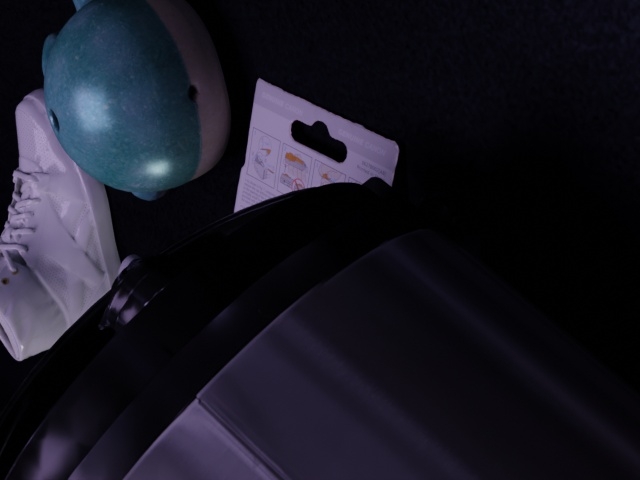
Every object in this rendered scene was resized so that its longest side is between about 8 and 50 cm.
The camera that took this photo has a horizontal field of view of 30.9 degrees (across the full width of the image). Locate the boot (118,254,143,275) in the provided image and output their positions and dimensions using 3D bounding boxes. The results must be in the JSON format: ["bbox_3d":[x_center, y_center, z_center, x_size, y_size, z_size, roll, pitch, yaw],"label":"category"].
[{"bbox_3d":[-0.160,0.061,1.155,0.123,0.095,0.258,48,146,14],"label":"boot"}]

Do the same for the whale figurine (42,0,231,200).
[{"bbox_3d":[-0.196,-0.131,1.034,0.272,0.141,0.216,14,123,52],"label":"whale figurine"}]

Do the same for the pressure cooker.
[{"bbox_3d":[0.015,0.169,0.690,0.420,0.370,0.375,40,116,17],"label":"pressure cooker"}]

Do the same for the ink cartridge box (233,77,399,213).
[{"bbox_3d":[0.000,0.000,0.945,0.181,0.056,0.225,30,116,43],"label":"ink cartridge box"}]

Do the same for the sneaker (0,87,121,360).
[{"bbox_3d":[-0.325,-0.009,1.284,0.108,0.169,0.293,13,121,54],"label":"sneaker"}]
